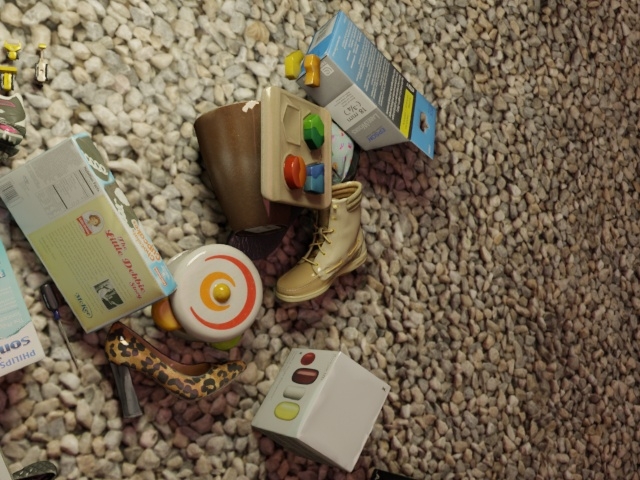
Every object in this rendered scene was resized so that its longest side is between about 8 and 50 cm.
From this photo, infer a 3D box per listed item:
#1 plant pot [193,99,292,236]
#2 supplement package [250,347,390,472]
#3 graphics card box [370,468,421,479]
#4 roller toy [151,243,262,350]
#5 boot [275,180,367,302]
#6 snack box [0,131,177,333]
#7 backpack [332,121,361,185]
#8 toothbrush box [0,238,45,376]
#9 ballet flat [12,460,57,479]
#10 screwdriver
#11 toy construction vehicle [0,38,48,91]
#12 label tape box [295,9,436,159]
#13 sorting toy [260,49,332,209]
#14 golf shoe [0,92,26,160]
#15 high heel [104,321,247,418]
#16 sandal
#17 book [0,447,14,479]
[{"bbox_3d":[-0.131,-0.130,1.448,0.215,0.215,0.231,-2,78,-31],"label":"plant pot"},{"bbox_3d":[-0.002,0.342,1.502,0.149,0.203,0.194,38,66,-23],"label":"supplement package"},{"bbox_3d":[0.291,0.589,1.556,0.232,0.370,0.094,29,70,-27],"label":"graphics card box"},{"bbox_3d":[-0.220,0.104,1.428,0.209,0.146,0.191,23,73,-27],"label":"roller toy"},{"bbox_3d":[0.000,0.000,1.553,0.261,0.095,0.204,-29,131,-34],"label":"boot"},{"bbox_3d":[-0.418,-0.009,1.305,0.322,0.187,0.060,62,17,-11],"label":"snack box"},{"bbox_3d":[0.000,-0.201,1.601,0.182,0.115,0.152,30,57,-32],"label":"backpack"},{"bbox_3d":[-0.618,0.101,1.198,0.216,0.126,0.296,-23,96,-32],"label":"toothbrush box"},{"bbox_3d":[-0.539,0.436,1.255,0.173,0.049,0.058,-31,100,-30],"label":"ballet flat"},{"bbox_3d":[-0.481,0.159,1.342,0.025,0.024,0.170,-14,100,-2],"label":"screwdriver"},{"bbox_3d":[-0.548,-0.320,1.345,0.085,0.035,0.098,-1,83,-20],"label":"toy construction vehicle"},{"bbox_3d":[0.112,-0.325,1.640,0.333,0.106,0.241,42,35,-21],"label":"label tape box"},{"bbox_3d":[-0.036,-0.219,1.400,0.229,0.041,0.308,4,86,-61],"label":"sorting toy"},{"bbox_3d":[-0.647,-0.230,1.247,0.272,0.105,0.120,17,61,-35],"label":"golf shoe"},{"bbox_3d":[-0.277,0.218,1.408,0.261,0.093,0.186,-15,99,-23],"label":"high heel"},{"bbox_3d":[-0.111,-0.041,1.572,0.254,0.054,0.097,-45,115,-37],"label":"sandal"},{"bbox_3d":[-0.563,0.427,1.222,0.096,0.035,0.144,-25,76,-21],"label":"book"}]
